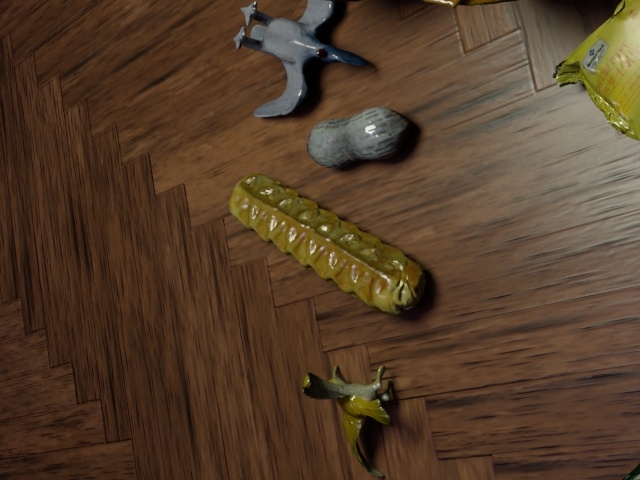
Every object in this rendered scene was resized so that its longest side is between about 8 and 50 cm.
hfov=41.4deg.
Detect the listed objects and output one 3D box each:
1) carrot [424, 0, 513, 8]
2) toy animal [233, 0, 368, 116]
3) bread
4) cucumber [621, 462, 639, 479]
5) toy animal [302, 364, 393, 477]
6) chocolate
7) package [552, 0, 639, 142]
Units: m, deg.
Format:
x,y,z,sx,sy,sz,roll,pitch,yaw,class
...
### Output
x,y,z,sx,sy,sz,roll,pitch,yaw,class
0.195,-0.373,0.887,0.241,0.340,0.241,15,114,37,carrot
-0.040,-0.281,1.241,0.255,0.176,0.239,-122,51,-69,toy animal
0.000,-0.001,1.198,0.367,0.084,0.077,31,150,36,bread
0.387,0.214,0.860,0.067,0.067,0.293,53,122,29,cucumber
0.054,0.212,1.151,0.095,0.155,0.219,-22,117,15,toy animal
0.050,-0.140,1.159,0.167,0.072,0.072,-5,86,42,chocolate
0.358,-0.207,0.871,0.226,0.090,0.168,-54,55,30,package
